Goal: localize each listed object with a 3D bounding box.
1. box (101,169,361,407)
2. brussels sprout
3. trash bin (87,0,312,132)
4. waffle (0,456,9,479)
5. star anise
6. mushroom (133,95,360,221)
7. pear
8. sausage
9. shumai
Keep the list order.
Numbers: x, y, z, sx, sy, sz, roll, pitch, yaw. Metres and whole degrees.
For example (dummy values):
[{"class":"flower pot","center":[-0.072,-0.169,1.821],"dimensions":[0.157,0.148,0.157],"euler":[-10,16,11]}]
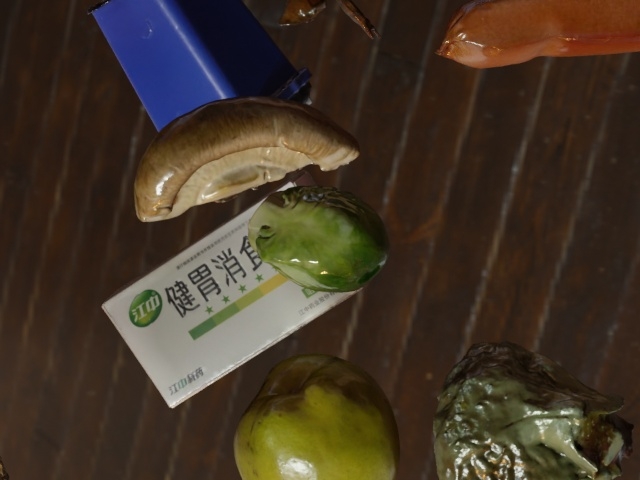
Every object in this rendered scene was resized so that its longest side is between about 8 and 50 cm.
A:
[{"class":"box","center":[-0.114,0.065,1.845],"dimensions":[0.333,0.145,0.173],"euler":[-32,93,10]},{"class":"brussels sprout","center":[0.002,-0.003,1.498],"dimensions":[0.155,0.155,0.117],"euler":[29,85,46]},{"class":"trash bin","center":[-0.143,-0.199,1.551],"dimensions":[0.163,0.184,0.234],"euler":[-22,108,38]},{"class":"waffle","center":[-0.448,0.142,1.497],"dimensions":[0.261,0.114,0.376],"euler":[39,146,59]},{"class":"star anise","center":[0.035,-0.336,1.897],"dimensions":[0.144,0.140,0.158],"euler":[40,111,-4]},{"class":"mushroom","center":[-0.071,-0.083,1.204],"dimensions":[0.094,0.210,0.072],"euler":[87,162,-59]},{"class":"pear","center":[-0.001,0.229,1.521],"dimensions":[0.200,0.200,0.200],"euler":[-7,81,48]},{"class":"sausage","center":[0.301,-0.254,1.542],"dimensions":[0.097,0.349,0.094],"euler":[103,160,-82]},{"class":"shumai","center":[0.274,0.250,1.724],"dimensions":[0.218,0.189,0.255],"euler":[-9,90,28]}]
